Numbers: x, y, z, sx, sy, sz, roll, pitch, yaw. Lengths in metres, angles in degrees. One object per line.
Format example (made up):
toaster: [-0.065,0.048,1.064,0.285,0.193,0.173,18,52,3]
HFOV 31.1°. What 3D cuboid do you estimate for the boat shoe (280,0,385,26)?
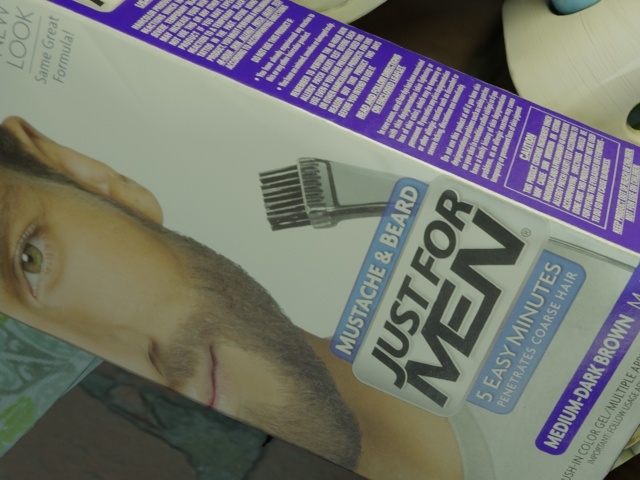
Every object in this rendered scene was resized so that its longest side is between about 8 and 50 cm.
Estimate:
boat shoe: [0.104,-0.206,0.544,0.324,0.097,0.116,-27,102,22]

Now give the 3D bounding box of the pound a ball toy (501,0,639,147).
pound a ball toy: [0.240,-0.133,0.516,0.319,0.208,0.136,-33,118,28]

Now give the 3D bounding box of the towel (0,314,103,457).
towel: [-0.277,-0.030,0.722,0.374,0.090,0.320,36,122,-21]

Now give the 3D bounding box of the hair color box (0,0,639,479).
hair color box: [0.000,0.000,0.561,0.339,0.110,0.185,24,126,6]

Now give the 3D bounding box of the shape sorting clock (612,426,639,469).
shape sorting clock: [0.240,0.099,0.726,0.206,0.206,0.040,-36,75,28]
